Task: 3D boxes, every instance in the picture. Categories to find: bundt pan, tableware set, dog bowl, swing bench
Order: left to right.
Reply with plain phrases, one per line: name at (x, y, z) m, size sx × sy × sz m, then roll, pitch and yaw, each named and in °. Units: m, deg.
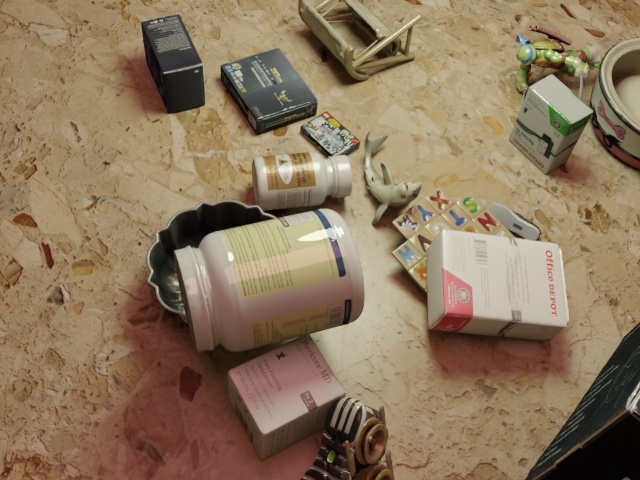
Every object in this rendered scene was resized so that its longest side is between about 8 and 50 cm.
bundt pan at (-0.214, 0.076, 1.642) m, size 0.331 × 0.124 × 0.330 m, roll 3°, pitch 56°, yaw -5°
swing bench at (0.105, -0.602, 2.112) m, size 0.255 × 0.165 × 0.253 m, roll -28°, pitch 64°, yaw -16°
tableware set at (0.110, 0.423, 1.397) m, size 0.039 × 0.194 × 0.128 m, roll 9°, pitch 29°, yaw 37°
dog bowl at (0.921, -0.356, 2.025) m, size 0.408 × 0.150 × 0.408 m, roll 5°, pitch 59°, yaw -8°

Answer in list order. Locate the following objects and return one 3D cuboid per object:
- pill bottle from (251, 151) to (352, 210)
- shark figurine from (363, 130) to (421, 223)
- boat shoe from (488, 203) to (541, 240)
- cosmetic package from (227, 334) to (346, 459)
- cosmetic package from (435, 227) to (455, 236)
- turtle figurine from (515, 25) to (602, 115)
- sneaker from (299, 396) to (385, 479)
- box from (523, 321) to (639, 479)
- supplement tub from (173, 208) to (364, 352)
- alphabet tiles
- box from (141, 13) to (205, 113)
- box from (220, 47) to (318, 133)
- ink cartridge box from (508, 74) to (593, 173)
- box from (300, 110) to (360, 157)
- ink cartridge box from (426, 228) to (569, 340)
pill bottle at (-0.045, -0.147, 1.804) m, size 0.229 × 0.131 × 0.131 m, roll -6°, pitch 57°, yaw -10°
shark figurine at (0.174, -0.144, 1.867) m, size 0.116 × 0.166 × 0.278 m, roll 8°, pitch 33°, yaw -31°
boat shoe at (0.483, -0.045, 1.850) m, size 0.142 × 0.049 × 0.040 m, roll 37°, pitch 27°, yaw 19°
cosmetic package at (-0.070, 0.310, 1.482) m, size 0.184 × 0.151 × 0.151 m, roll -24°, pitch 62°, yaw -21°
cosmetic package at (0.283, -0.039, 1.821) m, size 0.060 × 0.041 × 0.115 m, roll -12°, pitch 58°, yaw -16°
turtle figurine at (0.657, -0.456, 2.076) m, size 0.266 × 0.198 × 0.274 m, roll -17°, pitch 69°, yaw -34°
sneaker at (0.056, 0.449, 1.439) m, size 0.106 × 0.162 × 0.281 m, roll 22°, pitch 87°, yaw 40°
box at (0.680, 0.312, 1.366) m, size 0.297 × 0.480 × 0.472 m, roll 37°, pitch 61°, yaw 15°
supplement tub at (-0.101, 0.080, 1.436) m, size 0.325 × 0.235 × 0.235 m, roll -13°, pitch 59°, yaw -14°
alphabet tiles at (0.340, 0.038, 1.756) m, size 0.285 × 0.011 × 0.342 m, roll -35°, pitch 77°, yaw -26°
box at (-0.388, -0.467, 1.969) m, size 0.108 × 0.153 × 0.207 m, roll -17°, pitch 59°, yaw -16°
box at (-0.140, -0.407, 2.012) m, size 0.183 × 0.059 × 0.232 m, roll -21°, pitch 61°, yaw -20°
ink cartridge box at (0.590, -0.296, 1.928) m, size 0.087 × 0.208 × 0.153 m, roll -30°, pitch 64°, yaw -20°
box at (0.025, -0.273, 1.959) m, size 0.094 × 0.027 × 0.137 m, roll -35°, pitch 66°, yaw -26°
ink cartridge box at (0.389, 0.104, 1.663) m, size 0.283 × 0.117 × 0.207 m, roll 7°, pitch 63°, yaw -9°
